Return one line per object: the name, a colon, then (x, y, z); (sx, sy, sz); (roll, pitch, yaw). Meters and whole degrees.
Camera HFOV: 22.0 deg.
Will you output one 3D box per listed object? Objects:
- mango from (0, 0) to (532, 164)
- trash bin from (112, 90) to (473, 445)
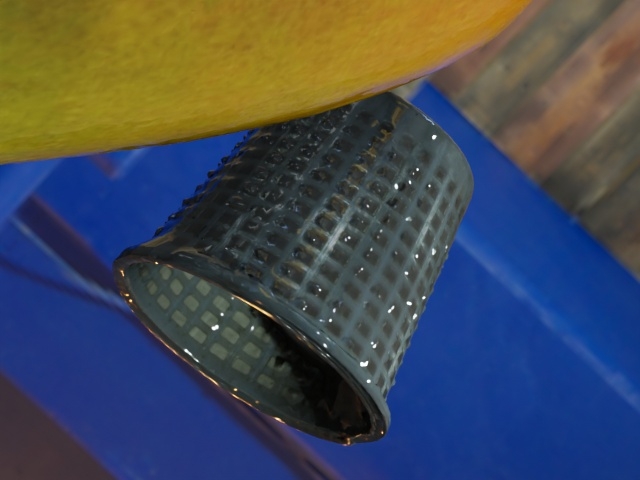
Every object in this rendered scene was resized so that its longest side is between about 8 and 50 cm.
mango: (-0.053, -0.082, 0.417); (0.289, 0.129, 0.146); (-23, -168, -38)
trash bin: (0.000, 0.000, 0.905); (0.161, 0.175, 0.175); (-57, -173, -19)
